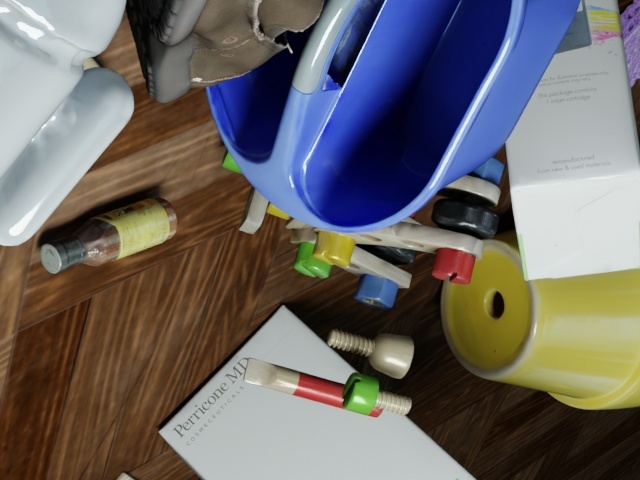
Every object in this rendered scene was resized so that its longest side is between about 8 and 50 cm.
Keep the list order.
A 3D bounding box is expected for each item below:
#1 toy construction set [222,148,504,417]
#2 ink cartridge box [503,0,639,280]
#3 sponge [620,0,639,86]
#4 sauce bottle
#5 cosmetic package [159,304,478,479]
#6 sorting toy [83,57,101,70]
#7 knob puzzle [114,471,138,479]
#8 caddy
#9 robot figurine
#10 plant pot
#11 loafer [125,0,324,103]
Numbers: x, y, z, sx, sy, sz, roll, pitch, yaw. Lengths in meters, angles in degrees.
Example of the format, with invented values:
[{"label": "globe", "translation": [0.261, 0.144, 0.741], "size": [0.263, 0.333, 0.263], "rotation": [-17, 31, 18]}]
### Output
[{"label": "toy construction set", "translation": [0.000, 0.000, 1.736], "size": [0.237, 0.257, 0.309], "rotation": [16, 103, -16]}, {"label": "ink cartridge box", "translation": [0.220, -0.166, 1.779], "size": [0.119, 0.353, 0.207], "rotation": [-7, 154, 7]}, {"label": "sponge", "translation": [0.386, -0.257, 2.160], "size": [0.210, 0.031, 0.117], "rotation": [-47, 156, -2]}, {"label": "sauce bottle", "translation": [-0.176, -0.003, 1.598], "size": [0.128, 0.042, 0.042], "rotation": [-21, 145, -46]}, {"label": "cosmetic package", "translation": [0.035, 0.265, 1.963], "size": [0.197, 0.365, 0.155], "rotation": [-47, 158, -7]}, {"label": "sorting toy", "translation": [-0.286, -0.041, 1.356], "size": [0.307, 0.041, 0.229], "rotation": [-46, 156, -4]}, {"label": "knob puzzle", "translation": [-0.239, 0.342, 2.037], "size": [0.213, 0.030, 0.213], "rotation": [-37, 155, -21]}, {"label": "caddy", "translation": [0.045, -0.169, 1.474], "size": [0.179, 0.241, 0.341], "rotation": [-26, 148, -52]}, {"label": "robot figurine", "translation": [-0.250, -0.115, 1.108], "size": [0.300, 0.200, 0.353], "rotation": [36, 98, -35]}, {"label": "plant pot", "translation": [0.283, 0.076, 2.267], "size": [0.239, 0.254, 0.254], "rotation": [0, 130, -40]}, {"label": "loafer", "translation": [-0.062, -0.193, 1.275], "size": [0.130, 0.134, 0.366], "rotation": [-15, 175, -9]}]
